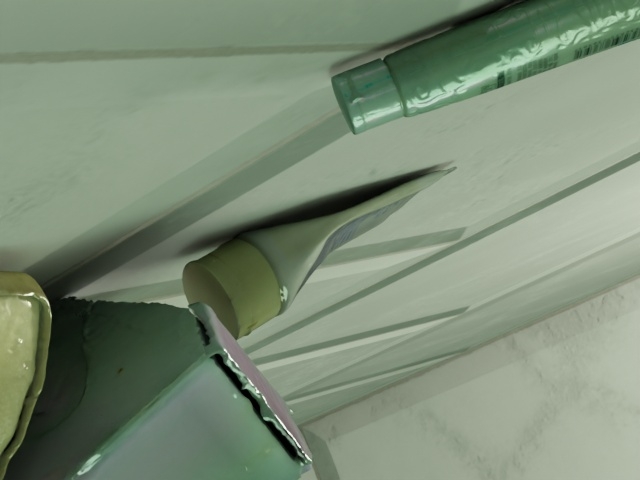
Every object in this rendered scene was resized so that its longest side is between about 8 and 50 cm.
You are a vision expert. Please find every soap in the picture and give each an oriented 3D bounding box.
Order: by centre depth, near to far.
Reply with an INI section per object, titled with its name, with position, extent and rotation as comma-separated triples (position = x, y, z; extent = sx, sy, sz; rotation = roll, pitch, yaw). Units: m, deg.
[soap]
position = -0.234, 0.203, 1.205
extent = 0.446, 0.156, 0.261
rotation = -32, -153, 3

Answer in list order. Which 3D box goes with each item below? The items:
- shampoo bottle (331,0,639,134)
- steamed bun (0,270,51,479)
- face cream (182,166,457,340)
[shampoo bottle]
position = 0.101, -0.106, 0.925
extent = 0.191, 0.041, 0.069
rotation = -20, 176, -2
[steamed bun]
position = -0.274, 0.122, 1.012
extent = 0.110, 0.212, 0.231
rotation = 10, -173, 33
[face cream]
position = 0.000, 0.000, 1.310
extent = 0.224, 0.070, 0.114
rotation = -30, 177, -30
